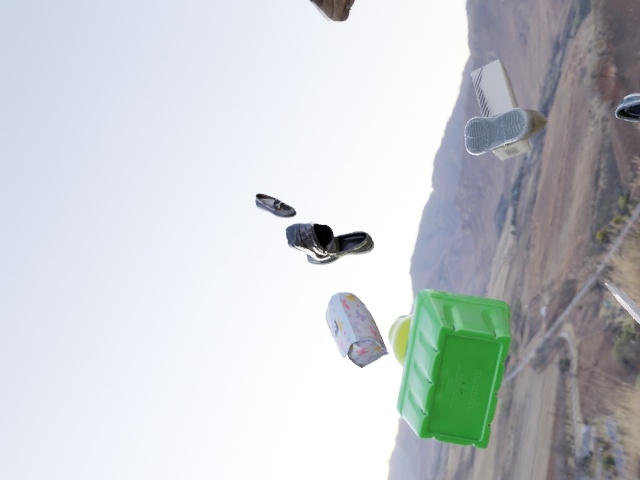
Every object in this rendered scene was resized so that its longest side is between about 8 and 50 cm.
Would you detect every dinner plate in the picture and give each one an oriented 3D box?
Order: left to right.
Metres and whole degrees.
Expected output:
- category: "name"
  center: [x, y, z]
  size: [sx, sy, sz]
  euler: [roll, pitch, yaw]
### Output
- category: "dinner plate"
  center: [0.609, 0.135, 0.956]
  size: [0.017, 0.141, 0.141]
  euler: [-42, -6, 19]

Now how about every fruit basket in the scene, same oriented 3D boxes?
- category: "fruit basket"
  center: [0.325, 0.308, 1.308]
  size: [0.392, 0.283, 0.391]
  euler: [9, -90, -87]

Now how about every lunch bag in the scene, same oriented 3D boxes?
- category: "lunch bag"
  center: [0.039, 0.106, 0.593]
  size: [0.083, 0.053, 0.071]
  euler: [52, -169, -54]

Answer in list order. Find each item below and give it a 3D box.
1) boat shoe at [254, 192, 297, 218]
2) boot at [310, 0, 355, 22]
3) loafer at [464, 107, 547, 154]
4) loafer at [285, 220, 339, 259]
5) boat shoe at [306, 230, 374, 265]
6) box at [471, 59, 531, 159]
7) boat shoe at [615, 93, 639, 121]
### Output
- category: "boat shoe"
  center: [-0.120, -0.095, 1.313]
  size: [0.046, 0.125, 0.038]
  euler: [-49, -29, -38]
- category: "boot"
  center: [0.026, -0.409, 0.779]
  size: [0.087, 0.042, 0.118]
  euler: [-2, -60, -48]
- category: "loafer"
  center: [0.432, -0.255, 1.168]
  size: [0.251, 0.088, 0.094]
  euler: [-161, 67, -72]
- category: "loafer"
  center: [0.000, 0.000, 1.137]
  size: [0.223, 0.078, 0.076]
  euler: [18, -121, -64]
- category: "boat shoe"
  center: [0.055, 0.019, 1.570]
  size: [0.068, 0.228, 0.081]
  euler: [57, -158, -55]
- category: "box"
  center: [0.546, -0.393, 1.494]
  size: [0.113, 0.094, 0.275]
  euler: [17, -121, -54]
- category: "boat shoe"
  center: [0.959, -0.361, 1.356]
  size: [0.079, 0.255, 0.095]
  euler: [-42, -47, -30]
